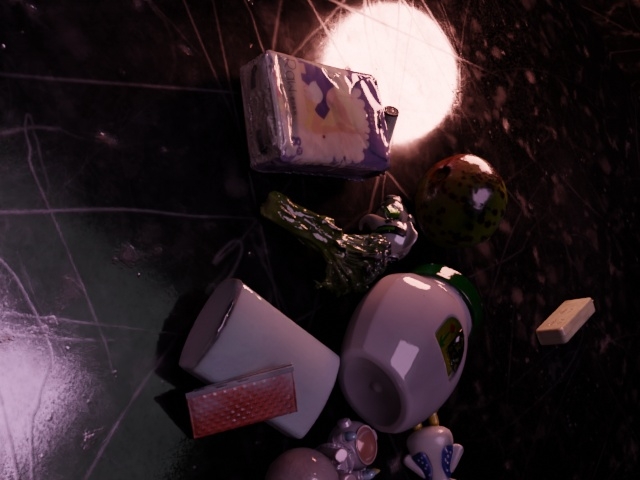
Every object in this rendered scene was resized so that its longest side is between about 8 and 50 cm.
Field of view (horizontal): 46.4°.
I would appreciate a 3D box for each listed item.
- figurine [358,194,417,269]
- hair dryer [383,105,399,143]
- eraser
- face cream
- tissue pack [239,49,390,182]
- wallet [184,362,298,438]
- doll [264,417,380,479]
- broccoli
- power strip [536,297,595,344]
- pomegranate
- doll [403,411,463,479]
[{"bbox_3d":[0.161,-0.018,1.737,0.126,0.147,0.192,20,50,-24],"label":"figurine"},{"bbox_3d":[0.116,-0.293,1.826,0.044,0.154,0.183,-12,47,-30],"label":"hair dryer"},{"bbox_3d":[-0.107,0.226,1.409,0.290,0.104,0.189,41,60,-29],"label":"eraser"},{"bbox_3d":[0.192,0.222,1.618,0.357,0.220,0.312,-43,119,-48],"label":"face cream"},{"bbox_3d":[-0.009,-0.264,1.646,0.344,0.125,0.242,1,78,-42],"label":"tissue pack"},{"bbox_3d":[-0.138,0.287,1.332,0.197,0.020,0.103,-13,113,-16],"label":"wallet"},{"bbox_3d":[0.014,0.438,1.450,0.287,0.151,0.150,-21,93,-52],"label":"doll"},{"bbox_3d":[0.004,-0.006,1.589,0.304,0.145,0.164,33,51,-18],"label":"broccoli"},{"bbox_3d":[0.755,0.233,2.262,0.288,0.093,0.053,-29,100,-45],"label":"power strip"},{"bbox_3d":[0.358,-0.069,1.905,0.305,0.243,0.242,73,33,-48],"label":"pomegranate"},{"bbox_3d":[0.262,0.525,1.675,0.138,0.119,0.293,-11,83,-2],"label":"doll"}]
